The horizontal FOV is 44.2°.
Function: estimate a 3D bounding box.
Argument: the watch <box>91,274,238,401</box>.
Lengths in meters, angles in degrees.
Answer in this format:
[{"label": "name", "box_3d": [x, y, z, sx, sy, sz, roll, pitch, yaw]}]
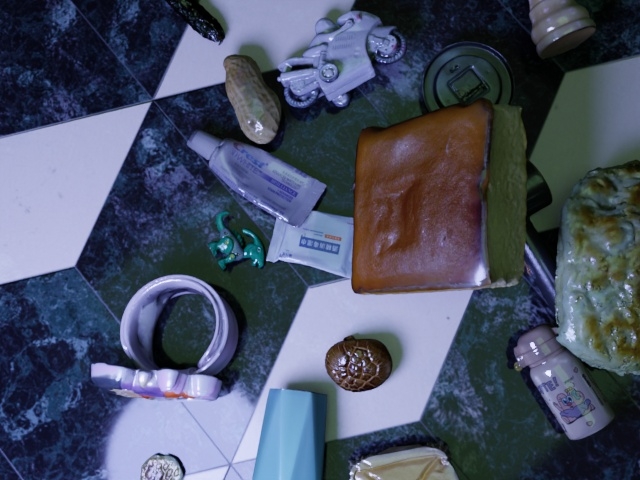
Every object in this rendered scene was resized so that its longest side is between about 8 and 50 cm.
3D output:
[{"label": "watch", "box_3d": [-0.287, 0.180, 1.464, 0.244, 0.196, 0.231, 3, 77, 7]}]

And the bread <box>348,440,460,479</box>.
[{"label": "bread", "box_3d": [0.160, 0.472, 1.439, 0.210, 0.110, 0.192, -13, 76, 1]}]

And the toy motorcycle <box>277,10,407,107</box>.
[{"label": "toy motorcycle", "box_3d": [0.033, -0.369, 1.557, 0.260, 0.110, 0.171, -26, 66, 7]}]

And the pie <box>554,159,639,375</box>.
[{"label": "pie", "box_3d": [0.607, 0.036, 1.418, 0.418, 0.180, 0.395, -8, 80, -6]}]

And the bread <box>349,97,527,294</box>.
[{"label": "bread", "box_3d": [0.200, -0.065, 1.403, 0.143, 0.333, 0.323, 9, 79, -39]}]

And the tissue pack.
[{"label": "tissue pack", "box_3d": [0.000, 0.000, 1.545, 0.193, 0.026, 0.122, 12, 84, 5]}]

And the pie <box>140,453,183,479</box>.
[{"label": "pie", "box_3d": [-0.304, 0.450, 1.510, 0.084, 0.020, 0.084, 0, 83, 4]}]

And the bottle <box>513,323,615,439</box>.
[{"label": "bottle", "box_3d": [0.439, 0.258, 1.457, 0.110, 0.097, 0.209, -34, 81, 16]}]

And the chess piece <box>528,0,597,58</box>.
[{"label": "chess piece", "box_3d": [0.408, -0.561, 1.551, 0.117, 0.117, 0.397, -21, 81, 0]}]

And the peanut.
[{"label": "peanut", "box_3d": [-0.134, -0.284, 1.558, 0.093, 0.083, 0.194, -20, 82, 0]}]

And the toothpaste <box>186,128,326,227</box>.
[{"label": "toothpaste", "box_3d": [-0.135, -0.133, 1.547, 0.282, 0.068, 0.099, 30, 100, 7]}]

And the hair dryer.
[{"label": "hair dryer", "box_3d": [0.393, 0.041, 1.490, 0.189, 0.107, 0.352, -30, 88, 2]}]

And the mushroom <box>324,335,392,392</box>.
[{"label": "mushroom", "box_3d": [0.071, 0.232, 1.483, 0.126, 0.085, 0.109, -15, 83, 7]}]

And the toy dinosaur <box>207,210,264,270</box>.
[{"label": "toy dinosaur", "box_3d": [-0.169, 0.005, 1.544, 0.096, 0.059, 0.132, -27, 91, -9]}]

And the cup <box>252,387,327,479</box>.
[{"label": "cup", "box_3d": [-0.057, 0.392, 1.448, 0.134, 0.148, 0.235, 5, 79, 1]}]

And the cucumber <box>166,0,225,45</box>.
[{"label": "cucumber", "box_3d": [-0.261, -0.464, 1.605, 0.181, 0.053, 0.053, 45, 87, 5]}]

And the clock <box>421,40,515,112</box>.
[{"label": "clock", "box_3d": [0.289, -0.299, 1.558, 0.185, 0.040, 0.184, 0, 84, 3]}]
